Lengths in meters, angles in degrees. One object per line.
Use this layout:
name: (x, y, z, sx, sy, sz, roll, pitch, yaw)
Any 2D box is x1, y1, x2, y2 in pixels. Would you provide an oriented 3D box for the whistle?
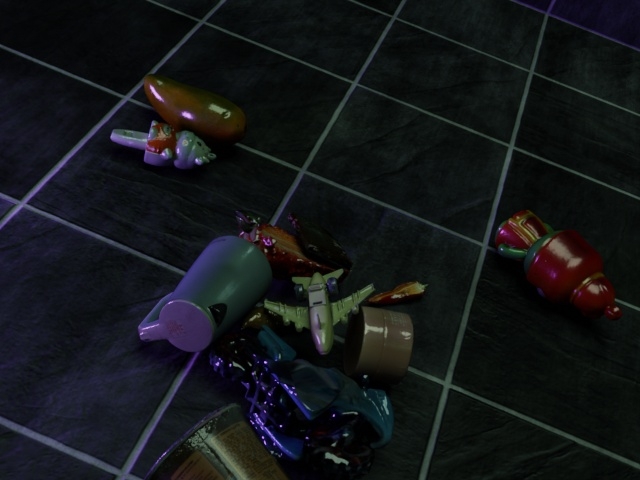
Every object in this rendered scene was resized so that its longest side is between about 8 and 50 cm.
whistle: (-0.375, -0.229, 2.160, 0.253, 0.106, 0.102, 11, 0, -9)

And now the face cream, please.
face cream: (0.115, 0.212, 1.822, 0.104, 0.149, 0.149, 11, 41, -12)

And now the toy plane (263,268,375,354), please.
toy plane: (-0.001, 0.134, 1.778, 0.229, 0.092, 0.244, -10, 29, 3)

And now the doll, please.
doll: (0.583, 0.063, 2.161, 0.182, 0.160, 0.363, -18, 53, -37)

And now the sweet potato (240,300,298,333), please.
sweet potato: (-0.077, 0.157, 1.875, 0.226, 0.068, 0.068, -7, 47, -31)

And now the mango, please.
mango: (-0.314, -0.322, 2.251, 0.289, 0.129, 0.146, 29, 4, 23)

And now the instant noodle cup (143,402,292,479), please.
instant noodle cup: (-0.147, 0.411, 1.468, 0.207, 0.217, 0.217, 44, 46, 17)

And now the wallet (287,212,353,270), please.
wallet: (0.000, 0.000, 2.005, 0.122, 0.031, 0.232, 26, 10, -21)

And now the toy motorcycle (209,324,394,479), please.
toy motorcycle: (-0.022, 0.295, 1.689, 0.232, 0.172, 0.416, -11, 35, -43)

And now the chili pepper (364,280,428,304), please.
chili pepper: (0.173, 0.125, 2.034, 0.178, 0.027, 0.045, -13, 46, -32)

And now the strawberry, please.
strawberry: (-0.082, 0.042, 1.950, 0.286, 0.106, 0.188, 29, 12, -12)

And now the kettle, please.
kettle: (-0.238, 0.115, 1.778, 0.210, 0.160, 0.243, -8, 21, 26)
